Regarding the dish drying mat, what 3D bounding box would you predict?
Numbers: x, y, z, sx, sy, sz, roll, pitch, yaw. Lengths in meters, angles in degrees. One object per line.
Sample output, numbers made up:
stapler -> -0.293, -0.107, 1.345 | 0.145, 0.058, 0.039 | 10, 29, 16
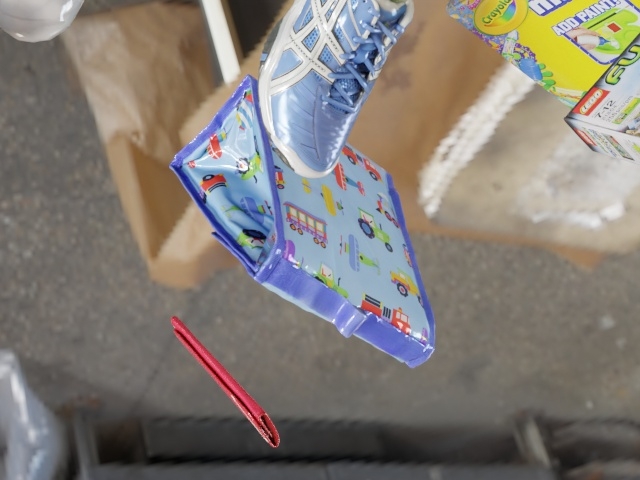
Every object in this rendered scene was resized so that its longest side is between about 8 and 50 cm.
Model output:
dish drying mat -> -0.049, 0.071, 0.845 | 0.008, 0.083, 0.032 | -40, 141, -10

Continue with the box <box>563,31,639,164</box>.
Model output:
box -> 0.263, -0.137, 1.110 | 0.036, 0.114, 0.207 | 44, 85, -22

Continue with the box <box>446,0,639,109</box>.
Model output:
box -> 0.285, -0.241, 1.322 | 0.279, 0.290, 0.177 | 33, 147, -24

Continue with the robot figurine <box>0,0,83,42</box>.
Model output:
robot figurine -> -0.241, -0.146, 0.771 | 0.299, 0.353, 0.200 | 7, 135, 6

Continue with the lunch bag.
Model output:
lunch bag -> 0.000, 0.000, 1.680 | 0.221, 0.293, 0.138 | 33, 107, -33

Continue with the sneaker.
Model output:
sneaker -> 0.015, -0.148, 1.200 | 0.080, 0.081, 0.211 | 10, 93, -38
